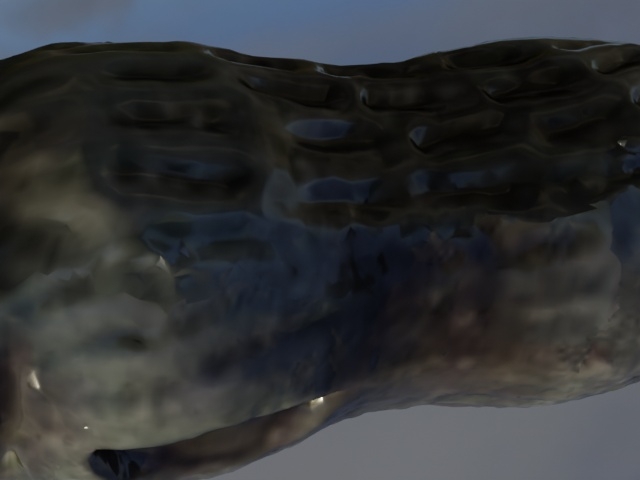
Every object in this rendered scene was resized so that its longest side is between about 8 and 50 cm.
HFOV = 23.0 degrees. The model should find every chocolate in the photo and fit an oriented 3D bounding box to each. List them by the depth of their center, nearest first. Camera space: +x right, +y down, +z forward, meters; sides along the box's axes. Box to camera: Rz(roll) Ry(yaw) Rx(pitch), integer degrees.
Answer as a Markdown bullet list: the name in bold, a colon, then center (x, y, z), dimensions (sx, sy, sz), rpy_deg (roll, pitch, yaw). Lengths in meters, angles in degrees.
- **chocolate**: center (0.000, 0.000, 0.384), dimensions (0.248, 0.110, 0.110), rpy_deg (-4, -171, -26)
